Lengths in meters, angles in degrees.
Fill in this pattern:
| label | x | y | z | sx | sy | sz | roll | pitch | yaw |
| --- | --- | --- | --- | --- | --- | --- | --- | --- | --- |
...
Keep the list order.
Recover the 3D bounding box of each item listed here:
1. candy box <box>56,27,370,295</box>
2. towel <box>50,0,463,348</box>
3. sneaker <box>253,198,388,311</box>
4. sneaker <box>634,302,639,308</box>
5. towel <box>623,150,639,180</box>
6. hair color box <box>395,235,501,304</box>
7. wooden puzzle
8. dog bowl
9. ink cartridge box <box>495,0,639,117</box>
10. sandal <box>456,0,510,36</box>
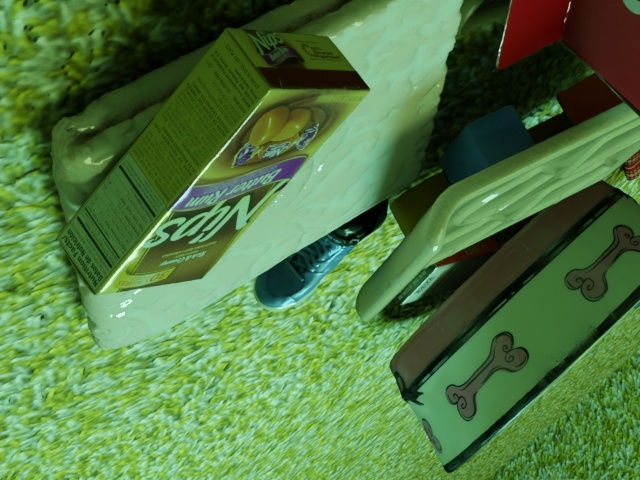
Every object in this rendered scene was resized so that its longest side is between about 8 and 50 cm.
| label | x | y | z | sx | sy | sz | roll | pitch | yaw |
| --- | --- | --- | --- | --- | --- | --- | --- | --- | --- |
| candy box | -0.066 | -0.046 | 0.850 | 0.187 | 0.053 | 0.109 | -45 | 160 | 29 |
| towel | -0.044 | -0.062 | 1.012 | 0.317 | 0.053 | 0.332 | -31 | 160 | -17 |
| sneaker | -0.001 | -0.001 | 1.226 | 0.152 | 0.058 | 0.084 | -38 | 168 | -9 |
| sneaker | 0.351 | 0.090 | 1.978 | 0.300 | 0.121 | 0.111 | -26 | 159 | -27 |
| towel | 0.455 | -0.168 | 1.684 | 0.199 | 0.031 | 0.275 | -36 | 162 | 1 |
| hair color box | 0.139 | 0.026 | 1.569 | 0.141 | 0.043 | 0.072 | -13 | 151 | -52 |
| wooden puzzle | 0.187 | -0.071 | 1.237 | 0.348 | 0.080 | 0.322 | -31 | 173 | -16 |
| dog bowl | 0.252 | 0.088 | 1.657 | 0.408 | 0.150 | 0.408 | -42 | 171 | -9 |
| ink cartridge box | 0.285 | -0.238 | 0.970 | 0.272 | 0.130 | 0.309 | -27 | 148 | -23 |
| sandal | 0.177 | -0.200 | 1.076 | 0.180 | 0.049 | 0.072 | -31 | 161 | -16 |
